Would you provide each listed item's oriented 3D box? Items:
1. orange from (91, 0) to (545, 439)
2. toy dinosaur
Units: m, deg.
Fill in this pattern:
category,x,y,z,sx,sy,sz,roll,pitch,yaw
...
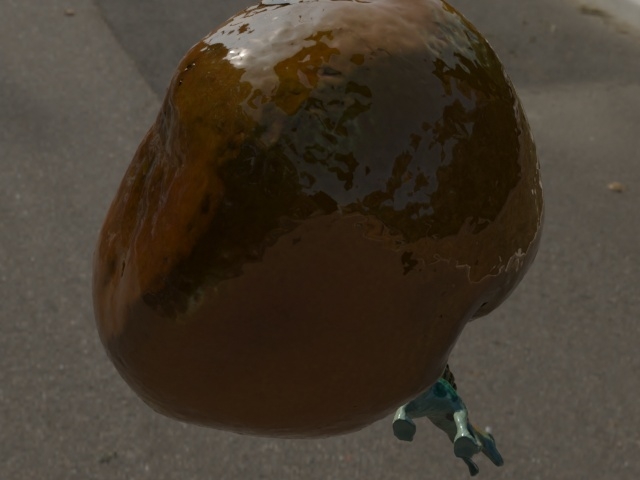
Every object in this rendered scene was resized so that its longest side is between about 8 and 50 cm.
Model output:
category,x,y,z,sx,sy,sz,roll,pitch,yaw
orange,0.000,0.000,0.528,0.183,0.249,0.249,41,41,16
toy dinosaur,0.084,0.115,0.810,0.187,0.044,0.106,47,25,-2
